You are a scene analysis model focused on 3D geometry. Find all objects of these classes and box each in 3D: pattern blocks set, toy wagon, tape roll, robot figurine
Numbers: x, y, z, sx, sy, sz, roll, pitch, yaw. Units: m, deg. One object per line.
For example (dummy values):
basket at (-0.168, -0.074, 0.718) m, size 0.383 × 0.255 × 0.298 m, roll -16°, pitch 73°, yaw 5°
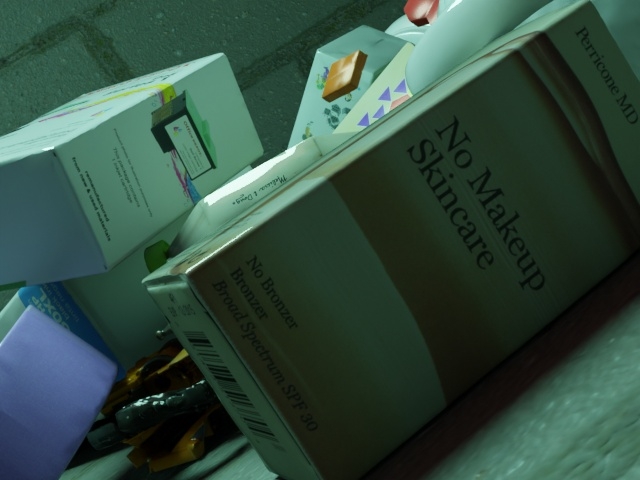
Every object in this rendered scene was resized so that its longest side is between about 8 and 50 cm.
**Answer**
pattern blocks set at (0.094, -0.131, 1.219) m, size 0.325 × 0.285 × 0.026 m, roll -43°, pitch -39°, yaw 20°
toy wagon at (0.000, 0.000, 1.010) m, size 0.267 × 0.068 × 0.344 m, roll -29°, pitch -22°, yaw 5°
tape roll at (-0.272, 0.186, 0.819) m, size 0.275 × 0.090 × 0.275 m, roll -52°, pitch 10°, yaw 13°
robot figurine at (-0.052, 0.091, 0.849) m, size 0.291 × 0.085 × 0.211 m, roll -31°, pitch 6°, yaw 19°

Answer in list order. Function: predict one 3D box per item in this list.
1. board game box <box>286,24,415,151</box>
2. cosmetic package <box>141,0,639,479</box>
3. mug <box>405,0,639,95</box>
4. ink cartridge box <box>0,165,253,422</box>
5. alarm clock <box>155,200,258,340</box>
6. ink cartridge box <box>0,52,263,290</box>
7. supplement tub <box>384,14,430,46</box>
board game box at (0.029, -0.149, 1.585) m, size 0.224 × 0.098 × 0.303 m, roll -44°, pitch -25°, yaw -60°
cosmetic package at (0.062, 0.000, 0.638) m, size 0.296 × 0.153 × 0.129 m, roll -37°, pitch 8°, yaw -19°
mug at (0.220, -0.210, 0.861) m, size 0.374 × 0.276 × 0.328 m, roll -30°, pitch -7°, yaw -35°
ink cartridge box at (-0.234, 0.095, 1.238) m, size 0.285 × 0.166 × 0.395 m, roll -37°, pitch -1°, yaw -42°
alarm clock at (-0.036, 0.009, 0.762) m, size 0.192 × 0.064 × 0.129 m, roll -22°, pitch 16°, yaw 38°
ink cartridge box at (-0.213, -0.066, 0.991) m, size 0.201 × 0.117 × 0.278 m, roll -10°, pitch 20°, yaw 31°
supplement tub at (0.224, -0.288, 1.767) m, size 0.235 × 0.235 × 0.325 m, roll -30°, pitch 7°, yaw 36°
